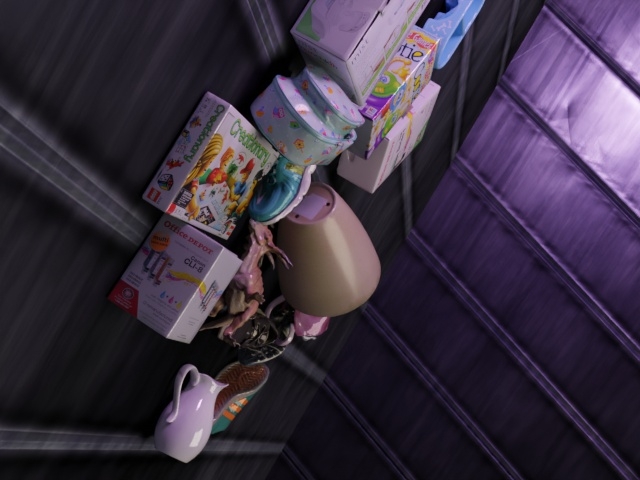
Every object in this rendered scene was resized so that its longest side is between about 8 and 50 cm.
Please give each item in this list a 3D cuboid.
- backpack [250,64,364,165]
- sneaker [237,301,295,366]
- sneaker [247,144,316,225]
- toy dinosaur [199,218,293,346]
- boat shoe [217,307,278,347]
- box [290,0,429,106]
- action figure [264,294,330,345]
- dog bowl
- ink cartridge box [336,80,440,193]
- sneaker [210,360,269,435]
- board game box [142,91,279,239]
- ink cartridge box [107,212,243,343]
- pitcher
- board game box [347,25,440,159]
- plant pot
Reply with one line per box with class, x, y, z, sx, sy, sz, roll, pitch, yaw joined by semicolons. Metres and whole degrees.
backpack;-0.025;-0.216;1.400;0.144;0.166;0.188;-40;172;31
sneaker;-0.144;0.288;2.237;0.283;0.110;0.122;-37;159;-56
sneaker;-0.070;-0.160;1.595;0.275;0.107;0.110;-61;148;-8
toy dinosaur;-0.160;0.099;1.748;0.296;0.127;0.200;-62;174;37
boat shoe;-0.171;0.222;2.016;0.103;0.092;0.285;-59;167;0
box;0.084;-0.412;1.466;0.262;0.126;0.231;-58;166;-2
action figure;-0.007;0.071;2.178;0.275;0.248;0.370;-10;136;-39
dog bowl;0.352;-0.588;2.146;0.297;0.074;0.166;-57;167;-2
ink cartridge box;0.176;-0.285;2.089;0.278;0.117;0.201;-47;163;-37
sneaker;-0.259;0.429;2.154;0.302;0.108;0.121;-34;154;-43
board game box;-0.174;-0.114;1.360;0.193;0.053;0.305;-59;166;0
ink cartridge box;-0.240;0.063;1.355;0.176;0.128;0.127;-58;166;-6
pitcher;-0.316;0.399;1.880;0.207;0.125;0.178;-65;148;-16
board game box;0.120;-0.334;1.727;0.275;0.144;0.142;-52;165;-27
plant pot;0.000;0.000;1.893;0.256;0.256;0.274;-52;149;-26
